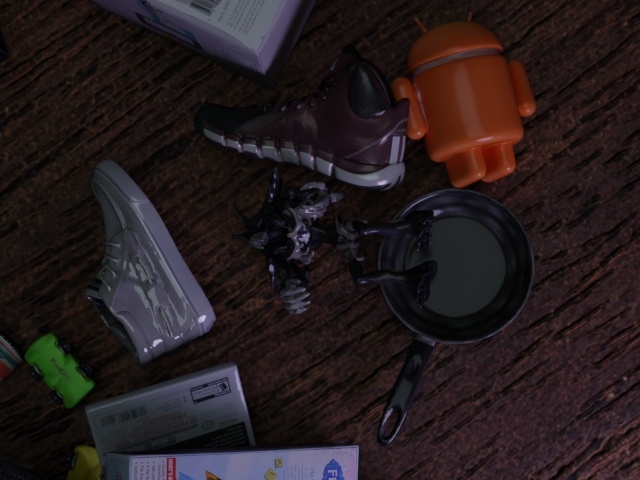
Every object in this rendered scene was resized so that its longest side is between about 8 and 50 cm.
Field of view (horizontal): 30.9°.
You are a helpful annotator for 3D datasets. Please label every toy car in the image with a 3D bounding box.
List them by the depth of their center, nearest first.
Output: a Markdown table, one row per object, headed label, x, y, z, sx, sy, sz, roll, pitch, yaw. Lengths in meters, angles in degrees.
| label | x | y | z | sx | sy | sz | roll | pitch | yaw |
| --- | --- | --- | --- | --- | --- | --- | --- | --- | --- |
| toy car | -0.286 | 0.211 | 1.479 | 0.239 | 0.053 | 0.225 | -42 | 84 | -2 |

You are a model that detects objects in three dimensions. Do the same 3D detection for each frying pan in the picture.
| label | x | y | z | sx | sy | sz | roll | pitch | yaw |
| --- | --- | --- | --- | --- | --- | --- | --- | --- | --- |
| frying pan | 0.171 | 0.097 | 1.469 | 0.197 | 0.053 | 0.326 | 0 | 86 | 4 |

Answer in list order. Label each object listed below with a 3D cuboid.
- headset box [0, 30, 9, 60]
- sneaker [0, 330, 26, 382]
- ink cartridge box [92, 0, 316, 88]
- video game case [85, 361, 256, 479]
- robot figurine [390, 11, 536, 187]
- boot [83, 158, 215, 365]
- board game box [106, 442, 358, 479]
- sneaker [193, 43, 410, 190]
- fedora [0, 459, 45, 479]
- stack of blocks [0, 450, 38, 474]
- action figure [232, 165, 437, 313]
| label | x | y | z | sx | sy | sz | roll | pitch | yaw |
| --- | --- | --- | --- | --- | --- | --- | --- | --- | --- |
| headset box | -0.590 | -0.316 | 1.503 | 0.283 | 0.131 | 0.246 | -19 | 83 | 1 |
| sneaker | -0.460 | 0.124 | 1.492 | 0.161 | 0.057 | 0.075 | 41 | 82 | 3 |
| ink cartridge box | -0.146 | -0.352 | 1.453 | 0.270 | 0.197 | 0.198 | 26 | 87 | 5 |
| video game case | -0.177 | 0.255 | 1.434 | 0.190 | 0.022 | 0.173 | -16 | 108 | -12 |
| robot figurine | 0.183 | -0.181 | 1.460 | 0.158 | 0.128 | 0.219 | -15 | 85 | 18 |
| boot | -0.248 | 0.029 | 1.461 | 0.123 | 0.095 | 0.258 | -31 | 85 | -21 |
| board game box | -0.100 | 0.403 | 1.359 | 0.318 | 0.066 | 0.319 | 5 | 83 | -35 |
| sneaker | -0.014 | -0.174 | 1.445 | 0.281 | 0.106 | 0.163 | 16 | 107 | 12 |
| fedora | -0.402 | 0.390 | 1.329 | 0.334 | 0.152 | 0.334 | -1 | 94 | -15 |
| stack of blocks | -0.519 | 0.282 | 1.463 | 0.297 | 0.087 | 0.171 | 18 | 87 | 4 |
| action figure | 0.000 | 0.000 | 1.423 | 0.275 | 0.141 | 0.164 | 7 | 103 | 18 |
